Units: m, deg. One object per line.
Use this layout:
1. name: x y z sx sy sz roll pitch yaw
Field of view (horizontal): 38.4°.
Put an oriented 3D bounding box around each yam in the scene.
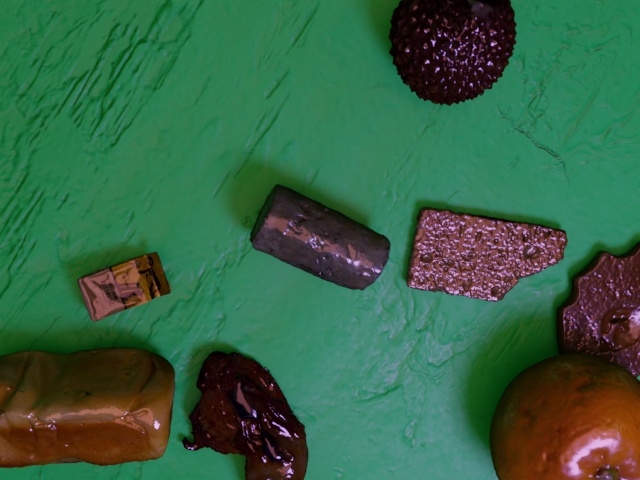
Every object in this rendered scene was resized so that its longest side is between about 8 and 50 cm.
1. yam: 0.000 0.000 1.358 0.194 0.107 0.107 24 95 -7

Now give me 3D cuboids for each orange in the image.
1. orange: 0.381 0.298 1.359 0.261 0.261 0.261 0 97 -4

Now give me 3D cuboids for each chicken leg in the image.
1. chicken leg: -0.110 0.324 1.414 0.177 0.083 0.322 -28 97 9

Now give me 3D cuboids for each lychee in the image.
1. lychee: 0.188 -0.282 1.305 0.188 0.188 0.188 0 97 -4

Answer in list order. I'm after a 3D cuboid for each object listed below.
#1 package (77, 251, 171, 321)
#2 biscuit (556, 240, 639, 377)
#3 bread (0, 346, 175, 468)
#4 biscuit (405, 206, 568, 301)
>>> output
1. package: -0.293 0.067 1.378 0.131 0.047 0.071 -21 96 -2
2. biscuit: 0.469 0.102 1.438 0.182 0.034 0.215 21 93 -7
3. bread: -0.360 0.239 1.340 0.295 0.166 0.132 2 121 -5
4. biscuit: 0.256 0.027 1.419 0.237 0.026 0.131 9 98 -6
